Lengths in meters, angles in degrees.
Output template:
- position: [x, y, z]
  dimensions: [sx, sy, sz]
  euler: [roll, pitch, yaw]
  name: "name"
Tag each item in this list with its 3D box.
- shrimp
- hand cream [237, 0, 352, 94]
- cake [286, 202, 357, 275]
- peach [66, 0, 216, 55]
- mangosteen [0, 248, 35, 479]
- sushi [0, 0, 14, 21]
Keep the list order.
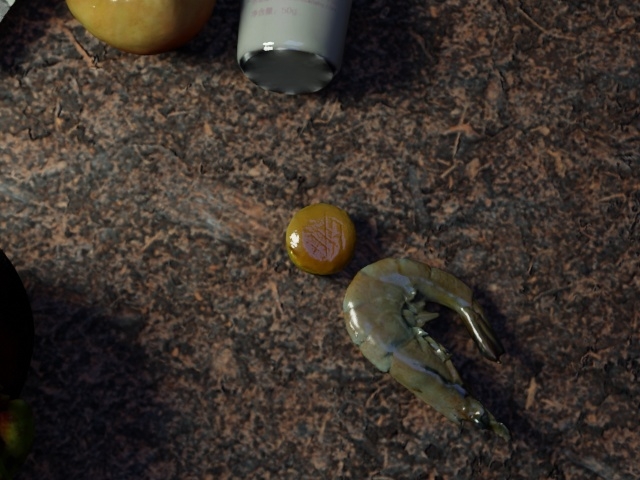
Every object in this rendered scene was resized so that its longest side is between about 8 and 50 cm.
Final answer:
- position: [0.141, 0.118, 1.780]
  dimensions: [0.254, 0.059, 0.145]
  euler: [35, 69, 4]
  name: "shrimp"
- position: [-0.022, -0.353, 1.814]
  dimensions: [0.185, 0.118, 0.359]
  euler: [7, 73, -4]
  name: "hand cream"
- position: [0.000, 0.000, 1.785]
  dimensions: [0.084, 0.044, 0.084]
  euler: [1, 80, -9]
  name: "cake"
- position: [-0.202, -0.294, 1.739]
  dimensions: [0.184, 0.184, 0.184]
  euler: [1, 81, -7]
  name: "peach"
- position: [-0.428, 0.127, 1.561]
  dimensions: [0.306, 0.306, 0.359]
  euler: [-31, 43, -11]
  name: "mangosteen"
- position: [-0.456, -0.340, 1.773]
  dimensions: [0.279, 0.043, 0.192]
  euler: [34, 88, 9]
  name: "sushi"
